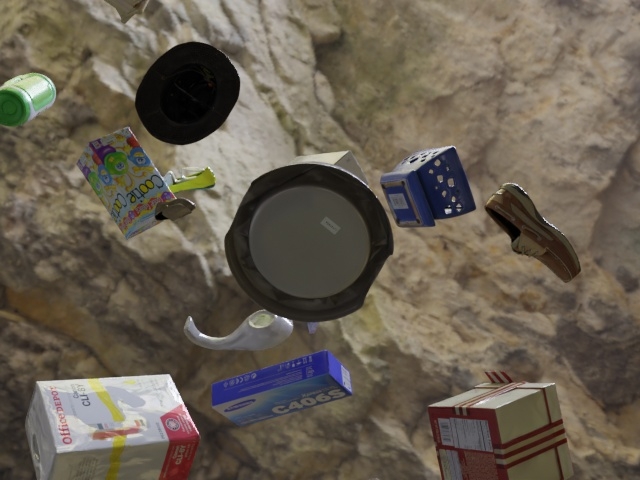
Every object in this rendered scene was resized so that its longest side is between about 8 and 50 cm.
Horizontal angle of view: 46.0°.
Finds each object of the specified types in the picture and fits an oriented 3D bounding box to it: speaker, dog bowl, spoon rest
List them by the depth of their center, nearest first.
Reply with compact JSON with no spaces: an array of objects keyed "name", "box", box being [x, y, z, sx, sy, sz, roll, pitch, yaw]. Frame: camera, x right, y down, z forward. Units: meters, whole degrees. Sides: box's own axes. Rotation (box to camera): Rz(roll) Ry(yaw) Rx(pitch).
[{"name":"dog bowl","box":[-0.020,-0.006,1.566,0.348,0.349,0.102,-60,-174,21]},{"name":"spoon rest","box":[-0.205,0.234,1.931,0.137,0.277,0.084,-80,165,-54]},{"name":"speaker","box":[-0.919,-0.439,2.336,0.131,0.131,0.296,-61,-169,18]}]

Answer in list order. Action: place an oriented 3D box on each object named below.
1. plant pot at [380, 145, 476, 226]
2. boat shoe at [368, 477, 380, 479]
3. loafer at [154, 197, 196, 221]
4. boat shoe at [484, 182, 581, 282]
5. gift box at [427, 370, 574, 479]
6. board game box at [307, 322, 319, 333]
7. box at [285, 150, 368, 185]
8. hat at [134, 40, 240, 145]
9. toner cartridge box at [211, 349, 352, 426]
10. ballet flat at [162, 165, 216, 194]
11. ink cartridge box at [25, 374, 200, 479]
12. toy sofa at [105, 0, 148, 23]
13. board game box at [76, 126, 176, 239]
[{"name":"plant pot","box":[0.348,-0.167,2.543,0.212,0.235,0.236,-28,-168,-23]},{"name":"boat shoe","box":[0.218,0.708,1.921,0.355,0.130,0.132,-149,-141,-68]},{"name":"loafer","box":[-0.395,-0.078,2.041,0.148,0.056,0.050,-8,-125,42]},{"name":"boat shoe","box":[0.583,-0.007,2.109,0.120,0.324,0.122,-36,168,-15]},{"name":"gift box","box":[0.426,0.463,1.819,0.276,0.258,0.254,-6,-88,54]},{"name":"board game box","box":[-0.026,0.232,2.352,0.090,0.020,0.090,113,-29,-56]},{"name":"box","box":[0.001,-0.172,2.081,0.094,0.113,0.275,-42,-159,-24]},{"name":"hat","box":[-0.395,-0.431,2.303,0.134,0.332,0.331,72,36,-78]},{"name":"toner cartridge box","box":[-0.105,0.405,2.044,0.348,0.165,0.075,-19,-129,16]},{"name":"ballet flat","box":[-0.443,-0.187,2.373,0.077,0.231,0.077,-85,162,-61]},{"name":"ink cartridge box","box":[-0.559,0.512,2.018,0.279,0.385,0.160,49,-54,46]},{"name":"toy sofa","box":[-0.597,-0.744,1.951,0.177,0.363,0.150,-12,-128,56]},{"name":"board game box","box":[-0.571,-0.168,2.225,0.142,0.275,0.144,-33,178,-39]}]
